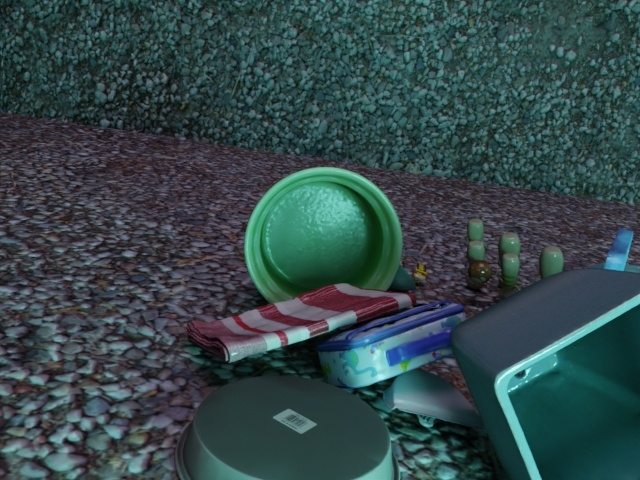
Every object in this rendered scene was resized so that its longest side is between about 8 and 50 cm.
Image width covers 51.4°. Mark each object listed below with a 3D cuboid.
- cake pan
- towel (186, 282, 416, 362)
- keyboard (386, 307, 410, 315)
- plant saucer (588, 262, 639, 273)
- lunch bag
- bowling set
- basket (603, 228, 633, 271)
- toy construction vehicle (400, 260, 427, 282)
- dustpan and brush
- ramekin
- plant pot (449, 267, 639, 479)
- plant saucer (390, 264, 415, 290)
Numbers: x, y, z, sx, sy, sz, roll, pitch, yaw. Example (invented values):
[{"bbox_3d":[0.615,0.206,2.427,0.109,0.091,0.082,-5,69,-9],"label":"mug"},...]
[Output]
[{"bbox_3d":[-0.038,0.259,0.861,0.293,0.054,0.293,8,16,-2],"label":"cake pan"},{"bbox_3d":[-0.039,0.125,1.103,0.328,0.037,0.237,-13,6,-26],"label":"towel"},{"bbox_3d":[0.189,0.157,1.365,0.191,0.038,0.100,2,-5,-17],"label":"keyboard"},{"bbox_3d":[0.853,0.132,1.721,0.317,0.044,0.317,8,16,-2],"label":"plant saucer"},{"bbox_3d":[0.116,0.161,1.038,0.218,0.090,0.176,-15,-3,-23],"label":"lunch bag"},{"bbox_3d":[0.407,0.079,1.575,0.199,0.154,0.287,-26,34,-30],"label":"bowling set"},{"bbox_3d":[0.458,0.135,1.089,0.201,0.289,0.254,12,17,28],"label":"basket"},{"bbox_3d":[0.217,0.079,1.620,0.085,0.035,0.098,19,19,-3],"label":"toy construction vehicle"},{"bbox_3d":[0.156,0.236,1.046,0.147,0.060,0.211,16,22,-11],"label":"dustpan and brush"},{"bbox_3d":[0.000,0.000,1.328,0.303,0.304,0.148,6,10,-7],"label":"ramekin"},{"bbox_3d":[0.307,0.177,0.873,0.247,0.247,0.252,-27,16,-9],"label":"plant pot"},{"bbox_3d":[0.129,0.057,1.499,0.195,0.037,0.195,42,-9,8],"label":"plant saucer"}]
